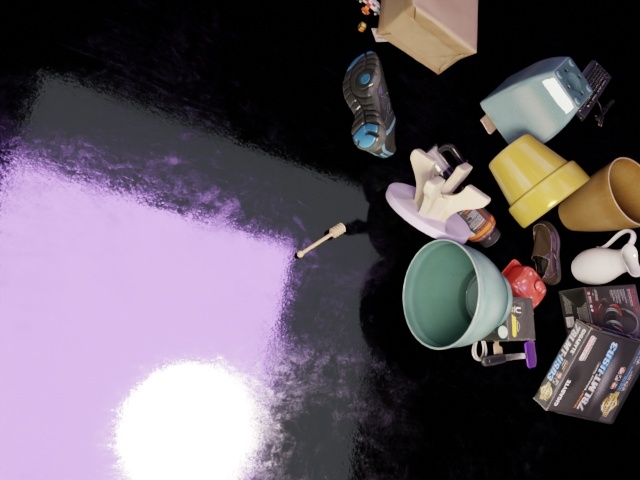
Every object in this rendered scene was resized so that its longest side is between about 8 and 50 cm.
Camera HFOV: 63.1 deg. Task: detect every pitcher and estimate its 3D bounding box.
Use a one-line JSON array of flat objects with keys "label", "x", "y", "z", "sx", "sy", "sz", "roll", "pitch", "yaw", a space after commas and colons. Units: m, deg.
[{"label": "pitcher", "x": 0.975, "y": 0.058, "z": 1.777, "sx": 0.125, "sy": 0.207, "sz": 0.177, "roll": 28, "pitch": 66, "yaw": -17}]

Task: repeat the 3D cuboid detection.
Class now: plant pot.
[{"label": "plant pot", "x": 0.961, "y": -0.128, "z": 1.790, "sx": 0.237, "sy": 0.254, "sz": 0.237, "roll": 8, "pitch": 72, "yaw": -24}, {"label": "plant pot", "x": 0.760, "y": -0.481, "z": 1.780, "sx": 0.248, "sy": 0.252, "sz": 0.247, "roll": -42, "pitch": 96, "yaw": -33}, {"label": "plant pot", "x": 0.692, "y": -0.209, "z": 1.702, "sx": 0.254, "sy": 0.254, "sz": 0.239, "roll": -29, "pitch": 76, "yaw": -29}, {"label": "plant pot", "x": 0.394, "y": 0.152, "z": 1.428, "sx": 0.196, "sy": 0.293, "sz": 0.293, "roll": 8, "pitch": 73, "yaw": -29}]

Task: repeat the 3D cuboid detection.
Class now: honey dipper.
[{"label": "honey dipper", "x": 0.000, "y": 0.000, "z": 1.418, "sx": 0.161, "sy": 0.030, "sz": 0.030, "roll": -31, "pitch": 91, "yaw": -27}]

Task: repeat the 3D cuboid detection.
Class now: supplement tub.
[{"label": "supplement tub", "x": 0.468, "y": -0.068, "z": 1.620, "sx": 0.198, "sy": 0.106, "sz": 0.106, "roll": 43, "pitch": 63, "yaw": -10}]

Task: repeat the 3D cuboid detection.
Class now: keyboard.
[{"label": "keyboard", "x": 1.117, "y": -0.589, "z": 2.119, "sx": 0.201, "sy": 0.033, "sz": 0.317, "roll": 46, "pitch": 63, "yaw": -9}]

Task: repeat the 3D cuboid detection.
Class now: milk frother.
[{"label": "milk frother", "x": 0.391, "y": -0.243, "z": 1.646, "sx": 0.134, "sy": 0.129, "sz": 0.143, "roll": 52, "pitch": 18, "yaw": -6}]

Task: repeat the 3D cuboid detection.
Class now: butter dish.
[{"label": "butter dish", "x": 0.652, "y": 0.151, "z": 1.646, "sx": 0.160, "sy": 0.118, "sz": 0.160, "roll": -40, "pitch": 95, "yaw": -28}]

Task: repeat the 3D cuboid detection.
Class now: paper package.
[{"label": "paper package", "x": 0.358, "y": -0.769, "z": 1.694, "sx": 0.309, "sy": 0.168, "sz": 0.324, "roll": 19, "pitch": 67, "yaw": -31}]

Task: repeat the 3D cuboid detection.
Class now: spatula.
[{"label": "spatula", "x": 0.579, "y": 0.355, "z": 1.580, "sx": 0.296, "sy": 0.030, "sz": 0.084, "roll": 2, "pitch": 79, "yaw": -35}]

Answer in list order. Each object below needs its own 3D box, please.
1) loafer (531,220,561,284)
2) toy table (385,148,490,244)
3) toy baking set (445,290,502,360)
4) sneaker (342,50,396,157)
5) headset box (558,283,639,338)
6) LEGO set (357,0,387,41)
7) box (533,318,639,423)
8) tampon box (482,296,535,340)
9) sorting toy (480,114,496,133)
[{"label": "loafer", "x": 0.751, "y": 0.040, "z": 1.744, "sx": 0.078, "sy": 0.080, "sz": 0.220, "roll": 1, "pitch": 77, "yaw": -26}, {"label": "toy table", "x": 0.329, "y": -0.128, "z": 1.470, "sx": 0.274, "sy": 0.161, "sz": 0.252, "roll": 32, "pitch": 36, "yaw": 12}, {"label": "toy baking set", "x": 0.469, "y": 0.250, "z": 1.584, "sx": 0.256, "sy": 0.030, "sz": 0.196, "roll": 34, "pitch": 67, "yaw": -14}, {"label": "sneaker", "x": 0.154, "y": -0.405, "z": 1.571, "sx": 0.140, "sy": 0.125, "sz": 0.340, "roll": 21, "pitch": 62, "yaw": -50}, {"label": "headset box", "x": 0.976, "y": 0.266, "z": 1.778, "sx": 0.293, "sy": 0.110, "sz": 0.218, "roll": 1, "pitch": 77, "yaw": -25}, {"label": "LEGO set", "x": 0.212, "y": -0.742, "z": 1.701, "sx": 0.244, "sy": 0.060, "sz": 0.182, "roll": -15, "pitch": 82, "yaw": -30}, {"label": "box", "x": 0.854, "y": 0.413, "z": 1.624, "sx": 0.293, "sy": 0.073, "sz": 0.295, "roll": 17, "pitch": 102, "yaw": -23}, {"label": "tampon box", "x": 0.519, "y": 0.229, "z": 1.503, "sx": 0.101, "sy": 0.161, "sz": 0.120, "roll": 6, "pitch": 76, "yaw": -23}, {"label": "sorting toy", "x": 0.597, "y": -0.417, "z": 1.829, "sx": 0.083, "sy": 0.012, "sz": 0.062, "roll": -42, "pitch": 99, "yaw": -28}]
